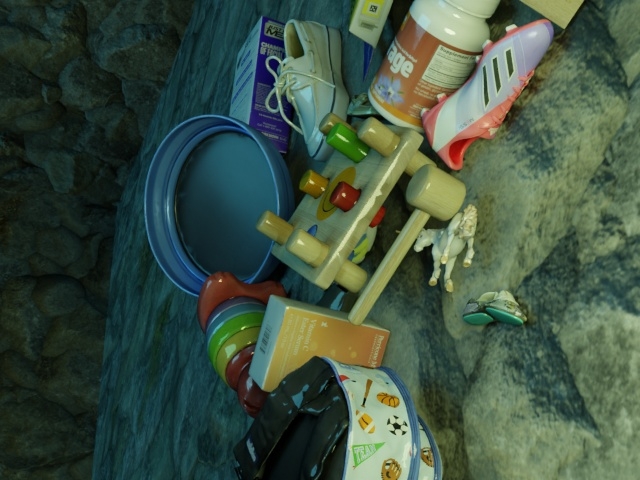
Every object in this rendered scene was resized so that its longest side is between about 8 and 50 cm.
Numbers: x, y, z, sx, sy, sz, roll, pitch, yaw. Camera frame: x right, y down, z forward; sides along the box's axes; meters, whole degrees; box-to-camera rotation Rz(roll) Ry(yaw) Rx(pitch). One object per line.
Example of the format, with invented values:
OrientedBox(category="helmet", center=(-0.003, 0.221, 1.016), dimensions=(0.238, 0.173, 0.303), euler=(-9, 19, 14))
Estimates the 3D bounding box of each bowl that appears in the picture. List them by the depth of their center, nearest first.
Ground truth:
OrientedBox(category="bowl", center=(-0.215, -0.070, 1.950), dimensions=(0.391, 0.077, 0.392), euler=(2, 93, 37))

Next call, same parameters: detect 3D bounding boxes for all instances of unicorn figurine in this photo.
OrientedBox(category="unicorn figurine", center=(0.165, 0.007, 1.212), dimensions=(0.162, 0.060, 0.111), euler=(-39, 31, 46))

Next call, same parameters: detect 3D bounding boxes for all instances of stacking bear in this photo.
OrientedBox(category="stacking bear", center=(-0.122, 0.212, 1.693), dimensions=(0.164, 0.175, 0.289), euler=(-64, 31, 23))

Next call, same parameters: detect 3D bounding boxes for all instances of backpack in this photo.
OrientedBox(category="backpack", center=(0.033, 0.287, 1.151), dimensions=(0.276, 0.213, 0.264), euler=(-124, 43, -56))

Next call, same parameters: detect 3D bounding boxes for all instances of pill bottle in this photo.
OrientedBox(category="pill bottle", center=(0.163, -0.270, 1.300), dimensions=(0.121, 0.121, 0.216), euler=(-102, 33, -50))

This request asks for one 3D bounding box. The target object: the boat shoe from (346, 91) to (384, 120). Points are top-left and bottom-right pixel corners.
OrientedBox(category="boat shoe", center=(0.079, -0.235, 1.597), dimensions=(0.135, 0.050, 0.045), euler=(-153, 72, -69))

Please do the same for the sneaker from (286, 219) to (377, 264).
OrientedBox(category="sneaker", center=(0.000, 0.000, 1.538), dimensions=(0.240, 0.126, 0.091), euler=(134, 145, -54))

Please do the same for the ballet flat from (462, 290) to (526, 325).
OrientedBox(category="ballet flat", center=(0.206, 0.077, 1.079), dimensions=(0.114, 0.041, 0.041), euler=(166, 116, -66))

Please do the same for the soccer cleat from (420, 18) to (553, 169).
OrientedBox(category="soccer cleat", center=(0.222, -0.186, 1.180), dimensions=(0.248, 0.083, 0.095), euler=(-42, 68, 49))

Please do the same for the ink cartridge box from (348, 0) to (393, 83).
OrientedBox(category="ink cartridge box", center=(0.099, -0.479, 1.575), dimensions=(0.304, 0.072, 0.307), euler=(-86, 16, -51))

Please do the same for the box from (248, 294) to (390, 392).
OrientedBox(category="box", center=(-0.003, 0.168, 1.371), dimensions=(0.091, 0.170, 0.130), euler=(-157, 82, -71))

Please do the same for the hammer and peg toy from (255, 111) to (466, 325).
OrientedBox(category="hammer and peg toy", center=(0.041, -0.048, 1.301), dimensions=(0.266, 0.127, 0.361), euler=(-57, 20, 0))

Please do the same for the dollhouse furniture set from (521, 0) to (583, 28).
OrientedBox(category="dollhouse furniture set", center=(0.305, -0.372, 1.130), dimensions=(0.151, 0.123, 0.144), euler=(-45, -12, -52))

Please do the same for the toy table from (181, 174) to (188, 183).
OrientedBox(category="toy table", center=(-0.278, -0.118, 2.203), dimensions=(0.161, 0.274, 0.252), euler=(-54, -4, 30))

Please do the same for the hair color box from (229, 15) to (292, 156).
OrientedBox(category="hair color box", center=(-0.139, -0.327, 2.147), dimensions=(0.185, 0.110, 0.339), euler=(141, 137, -60))

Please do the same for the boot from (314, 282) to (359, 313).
OrientedBox(category="boot", center=(-0.002, 0.123, 1.560), dimensions=(0.198, 0.076, 0.137), euler=(24, 95, 56))

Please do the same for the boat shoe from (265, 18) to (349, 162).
OrientedBox(category="boat shoe", center=(-0.040, -0.312, 1.803), dimensions=(0.136, 0.156, 0.367), euler=(127, 150, -47))
